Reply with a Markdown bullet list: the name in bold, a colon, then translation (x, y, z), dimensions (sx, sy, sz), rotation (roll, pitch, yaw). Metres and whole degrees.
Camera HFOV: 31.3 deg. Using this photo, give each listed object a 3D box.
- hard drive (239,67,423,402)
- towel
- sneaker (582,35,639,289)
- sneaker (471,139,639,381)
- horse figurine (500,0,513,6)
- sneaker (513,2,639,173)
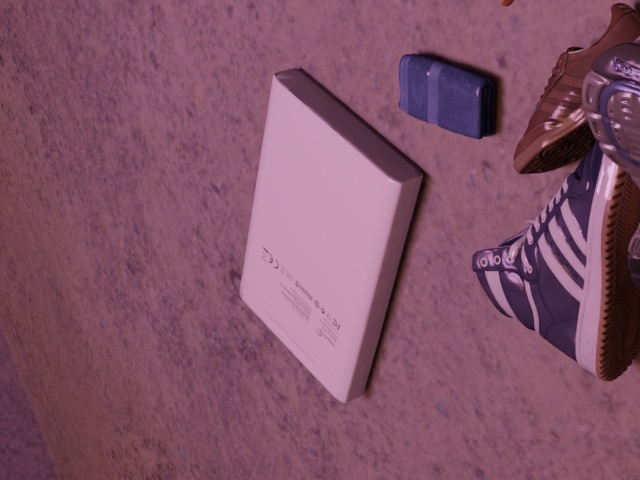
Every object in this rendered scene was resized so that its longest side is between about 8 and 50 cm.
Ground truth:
- **hard drive**: translation (0.000, 0.000, 1.386), dimensions (0.233, 0.047, 0.353), rotation (44, 140, 32)
- **towel**: translation (0.126, -0.146, 1.144), dimensions (0.119, 0.029, 0.067), rotation (29, 130, 45)
- **sneaker**: translation (0.304, -0.044, 0.887), dimensions (0.111, 0.129, 0.297), rotation (20, 142, 46)
- **sneaker**: translation (0.221, -0.019, 1.020), dimensions (0.153, 0.099, 0.282), rotation (31, 134, 40)
- **horse figurine**: translation (0.205, -0.285, 0.907), dimensions (0.263, 0.066, 0.174), rotation (10, 94, 61)
- **sneaker**: translation (0.229, -0.128, 0.997), dimensions (0.188, 0.066, 0.071), rotation (-46, 53, 48)
